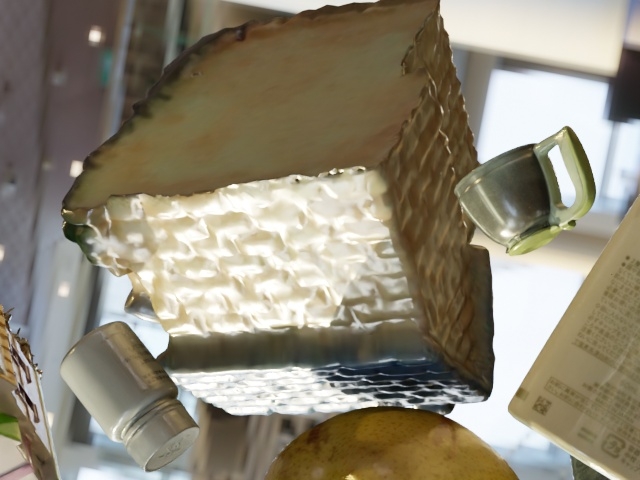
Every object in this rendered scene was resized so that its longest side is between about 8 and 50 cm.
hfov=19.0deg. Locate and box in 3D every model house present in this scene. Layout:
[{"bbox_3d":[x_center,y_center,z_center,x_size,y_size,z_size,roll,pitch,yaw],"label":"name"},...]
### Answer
[{"bbox_3d":[0.000,0.000,2.138,0.445,0.395,0.400,-64,-42,-54],"label":"model house"}]

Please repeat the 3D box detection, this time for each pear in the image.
[{"bbox_3d":[0.076,0.315,1.969,0.314,0.314,0.314,11,-90,-82],"label":"pear"}]

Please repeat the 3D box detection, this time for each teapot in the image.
[{"bbox_3d":[0.186,-0.038,1.726,0.091,0.092,0.124,63,154,13],"label":"teapot"}]

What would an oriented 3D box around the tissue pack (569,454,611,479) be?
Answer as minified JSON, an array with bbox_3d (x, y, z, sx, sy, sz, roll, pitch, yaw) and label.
[{"bbox_3d":[0.411,0.247,2.251,0.228,0.103,0.316,-36,22,18],"label":"tissue pack"}]

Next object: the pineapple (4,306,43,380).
[{"bbox_3d":[-0.476,0.065,2.298,0.262,0.262,0.272,81,175,-68],"label":"pineapple"}]

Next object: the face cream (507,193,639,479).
[{"bbox_3d":[0.339,0.063,1.830,0.348,0.173,0.081,-59,-5,-1],"label":"face cream"}]

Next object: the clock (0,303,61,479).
[{"bbox_3d":[-0.415,0.119,1.986,0.235,0.166,0.309,-115,0,-56],"label":"clock"}]

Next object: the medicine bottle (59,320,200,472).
[{"bbox_3d":[-0.176,0.146,1.775,0.080,0.130,0.080,-36,-18,-13],"label":"medicine bottle"}]
